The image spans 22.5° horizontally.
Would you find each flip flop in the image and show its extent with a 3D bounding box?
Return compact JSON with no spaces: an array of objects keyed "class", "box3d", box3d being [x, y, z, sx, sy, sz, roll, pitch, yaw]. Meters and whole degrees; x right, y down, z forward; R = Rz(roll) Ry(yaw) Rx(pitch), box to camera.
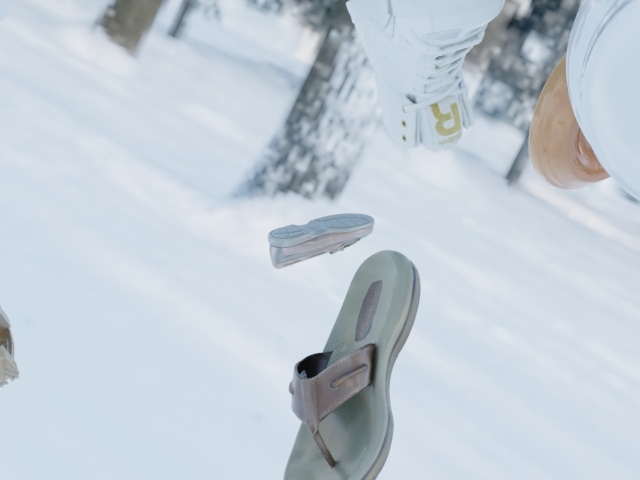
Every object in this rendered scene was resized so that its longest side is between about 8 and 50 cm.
[{"class":"flip flop","box3d":[0.017,0.119,1.430,0.112,0.277,0.080,-12,-40,44]}]

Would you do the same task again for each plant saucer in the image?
[{"class":"plant saucer","box3d":[0.296,-0.136,1.648,0.037,0.200,0.200,39,16,36]}]

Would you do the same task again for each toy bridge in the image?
[{"class":"toy bridge","box3d":[-0.307,0.065,1.475,0.188,0.026,0.063,59,-3,43]}]

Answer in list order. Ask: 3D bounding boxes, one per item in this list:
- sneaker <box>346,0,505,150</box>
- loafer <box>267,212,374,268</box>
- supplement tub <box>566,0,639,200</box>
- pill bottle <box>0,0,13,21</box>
[{"class":"sneaker","box3d":[0.121,-0.170,1.536,0.108,0.169,0.292,-19,9,-13]},{"class":"loafer","box3d":[0.000,0.000,1.712,0.125,0.039,0.045,-12,26,-27]},{"class":"supplement tub","box3d":[0.333,-0.169,1.360,0.235,0.235,0.325,26,27,2]},{"class":"pill bottle","box3d":[-0.357,-0.347,1.631,0.146,0.146,0.264,19,54,-37]}]
